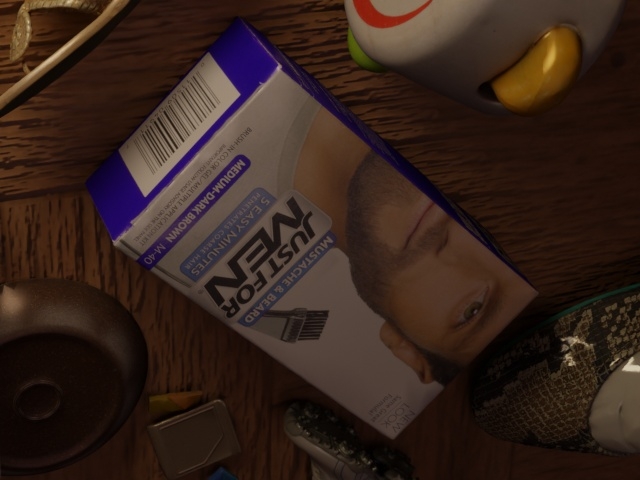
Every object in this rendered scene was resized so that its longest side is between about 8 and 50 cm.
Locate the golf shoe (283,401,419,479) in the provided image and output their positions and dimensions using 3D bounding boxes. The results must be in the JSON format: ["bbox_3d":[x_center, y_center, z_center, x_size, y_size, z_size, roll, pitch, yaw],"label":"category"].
[{"bbox_3d":[0.015,0.213,1.429,0.086,0.069,0.176,-42,126,14],"label":"golf shoe"}]

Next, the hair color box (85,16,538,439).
[{"bbox_3d":[0.000,0.000,1.261,0.185,0.110,0.339,-46,127,8],"label":"hair color box"}]

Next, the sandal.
[{"bbox_3d":[-0.164,-0.185,1.112,0.240,0.088,0.079,-38,96,-5],"label":"sandal"}]

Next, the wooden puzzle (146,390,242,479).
[{"bbox_3d":[-0.112,0.174,1.383,0.078,0.014,0.116,-13,124,-9],"label":"wooden puzzle"}]

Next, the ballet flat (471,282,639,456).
[{"bbox_3d":[0.384,0.102,1.435,0.482,0.182,0.164,-19,127,-10],"label":"ballet flat"}]

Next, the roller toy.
[{"bbox_3d":[0.126,-0.194,1.133,0.146,0.209,0.191,21,90,-32],"label":"roller toy"}]

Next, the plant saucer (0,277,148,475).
[{"bbox_3d":[-0.235,0.123,1.286,0.198,0.036,0.199,-10,123,-16],"label":"plant saucer"}]
